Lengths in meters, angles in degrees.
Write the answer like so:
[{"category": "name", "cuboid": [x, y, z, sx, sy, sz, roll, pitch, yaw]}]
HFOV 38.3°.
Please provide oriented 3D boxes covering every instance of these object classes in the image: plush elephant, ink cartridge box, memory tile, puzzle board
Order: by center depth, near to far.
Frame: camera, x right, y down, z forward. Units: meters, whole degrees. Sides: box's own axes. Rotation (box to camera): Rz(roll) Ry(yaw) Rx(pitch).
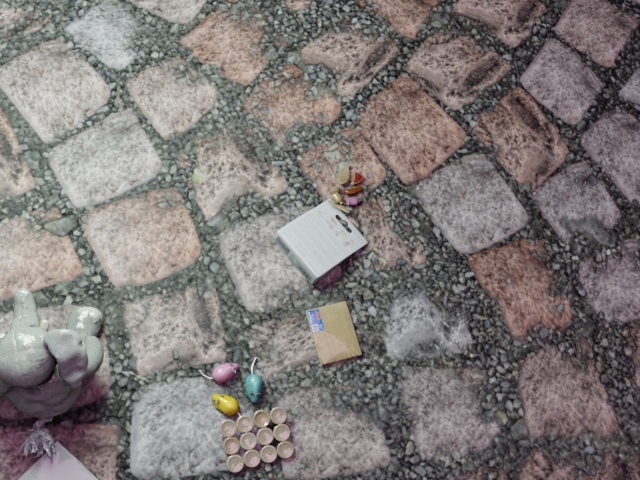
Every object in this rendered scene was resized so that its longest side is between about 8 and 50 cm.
[{"category": "plush elephant", "cuboid": [-0.557, 0.219, 1.768, 0.272, 0.255, 0.330, -6, 50, -11]}, {"category": "memory tile", "cuboid": [-0.134, 0.417, 1.940, 0.148, 0.012, 0.113, -12, 84, -15]}, {"category": "puzzle board", "cuboid": [0.029, 0.206, 2.059, 0.097, 0.011, 0.128, -13, 73, -14]}, {"category": "ink cartridge box", "cuboid": [0.000, 0.000, 2.123, 0.179, 0.045, 0.145, -33, 78, -38]}]

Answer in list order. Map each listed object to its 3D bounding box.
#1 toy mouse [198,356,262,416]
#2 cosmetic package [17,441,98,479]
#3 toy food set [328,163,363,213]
[{"category": "toy mouse", "cuboid": [-0.176, 0.302, 1.973, 0.161, 0.031, 0.143, 39, 68, 5]}, {"category": "cosmetic package", "cuboid": [-0.550, 0.520, 1.787, 0.127, 0.107, 0.238, 44, 66, 7]}, {"category": "toy food set", "cuboid": [0.064, -0.118, 2.181, 0.078, 0.019, 0.122, 28, 60, 0]}]
